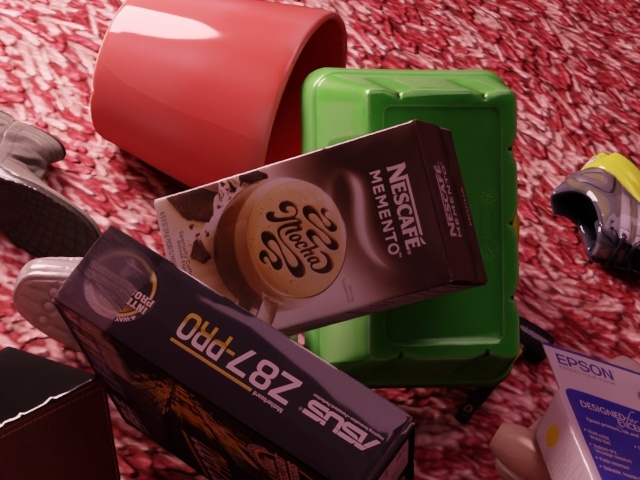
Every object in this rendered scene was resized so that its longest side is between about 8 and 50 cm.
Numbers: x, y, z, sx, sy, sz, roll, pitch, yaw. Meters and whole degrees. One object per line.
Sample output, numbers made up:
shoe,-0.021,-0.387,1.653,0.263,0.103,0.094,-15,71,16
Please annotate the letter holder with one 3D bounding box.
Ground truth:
letter holder,-0.342,0.262,1.662,0.152,0.214,0.302,12,29,43

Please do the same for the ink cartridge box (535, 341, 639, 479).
ink cartridge box,0.359,0.257,1.744,0.304,0.072,0.307,19,29,-23

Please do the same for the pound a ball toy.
pound a ball toy,0.284,0.236,1.906,0.136,0.208,0.319,38,42,19

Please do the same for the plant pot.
plant pot,-0.127,-0.180,2.167,0.243,0.275,0.275,20,38,14

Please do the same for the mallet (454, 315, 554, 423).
mallet,0.216,0.159,2.102,0.062,0.039,0.189,26,44,10

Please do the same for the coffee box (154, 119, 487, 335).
coffee box,0.000,0.000,1.827,0.119,0.297,0.168,5,69,-67

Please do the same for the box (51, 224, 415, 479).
box,-0.063,0.165,1.654,0.318,0.395,0.097,34,74,14

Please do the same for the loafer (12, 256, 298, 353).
loafer,-0.179,0.072,1.969,0.320,0.112,0.111,15,34,-20

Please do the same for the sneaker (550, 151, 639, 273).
sneaker,0.413,0.010,2.317,0.121,0.111,0.300,-24,52,-29

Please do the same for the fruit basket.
fruit basket,0.114,-0.014,2.066,0.283,0.392,0.392,0,44,-11

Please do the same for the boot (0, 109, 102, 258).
boot,-0.333,-0.077,2.086,0.247,0.083,0.161,29,34,6
